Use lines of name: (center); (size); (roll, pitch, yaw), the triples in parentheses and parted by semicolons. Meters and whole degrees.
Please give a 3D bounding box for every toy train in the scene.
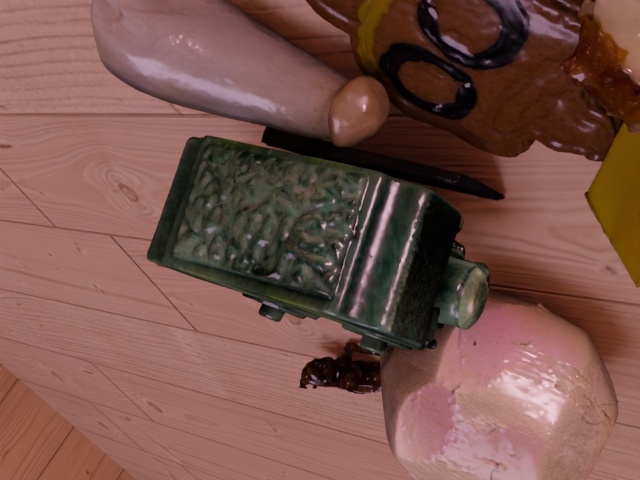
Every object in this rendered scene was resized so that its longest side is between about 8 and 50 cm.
toy train: (0.000, 0.000, 0.884); (0.299, 0.167, 0.238); (14, 173, 29)

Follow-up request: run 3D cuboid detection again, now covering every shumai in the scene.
shumai: (0.211, -0.123, 0.575); (0.145, 0.116, 0.146); (24, 151, 14)

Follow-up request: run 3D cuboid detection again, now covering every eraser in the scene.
eraser: (0.246, -0.037, 0.696); (0.045, 0.097, 0.122); (-11, 150, -14)

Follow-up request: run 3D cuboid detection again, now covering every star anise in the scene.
star anise: (0.049, 0.177, 1.314); (0.097, 0.070, 0.190); (18, 165, -41)

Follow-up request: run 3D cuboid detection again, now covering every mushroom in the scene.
mushroom: (-0.065, -0.151, 0.832); (0.270, 0.103, 0.118); (21, -172, 8)

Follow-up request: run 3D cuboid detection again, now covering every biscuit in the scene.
biscuit: (0.108, -0.144, 0.732); (0.290, 0.041, 0.208); (33, 154, -1)

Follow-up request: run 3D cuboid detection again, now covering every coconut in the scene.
coconut: (0.171, 0.159, 0.986); (0.230, 0.227, 0.227); (29, 153, 5)

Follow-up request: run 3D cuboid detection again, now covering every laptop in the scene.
laptop: (0.058, -0.065, 0.871); (0.197, 0.016, 0.135); (17, -177, 29)
